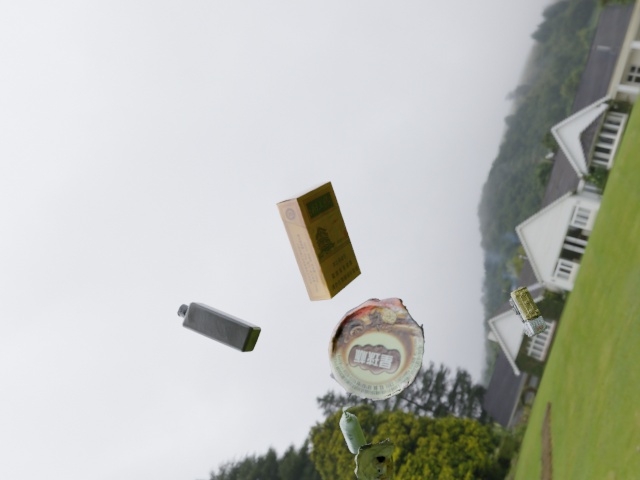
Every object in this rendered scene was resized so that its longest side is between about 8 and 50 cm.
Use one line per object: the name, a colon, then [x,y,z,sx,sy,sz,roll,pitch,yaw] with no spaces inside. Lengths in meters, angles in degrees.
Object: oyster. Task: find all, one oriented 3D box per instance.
oyster: [0.113,0.442,1.188,0.146,0.045,0.122,-54,-46,-39]

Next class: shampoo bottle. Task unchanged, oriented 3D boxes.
shampoo bottle: [0.086,0.528,1.668,0.056,0.056,0.195,-52,-41,-34]
shampoo bottle: [-0.297,0.241,1.692,0.080,0.246,0.079,33,-103,-73]

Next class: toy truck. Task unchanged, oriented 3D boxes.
toy truck: [0.523,0.178,1.493,0.052,0.123,0.063,-23,-15,-2]

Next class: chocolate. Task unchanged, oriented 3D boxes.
chocolate: [0.128,0.231,1.232,0.221,0.221,0.147,-67,-24,-9]

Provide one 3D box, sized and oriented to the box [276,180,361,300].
box: [0.000,0.000,1.553,0.174,0.076,0.274,-34,-72,-54]
